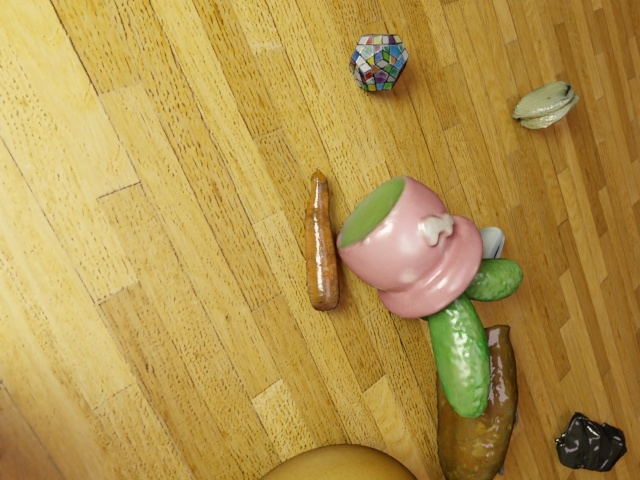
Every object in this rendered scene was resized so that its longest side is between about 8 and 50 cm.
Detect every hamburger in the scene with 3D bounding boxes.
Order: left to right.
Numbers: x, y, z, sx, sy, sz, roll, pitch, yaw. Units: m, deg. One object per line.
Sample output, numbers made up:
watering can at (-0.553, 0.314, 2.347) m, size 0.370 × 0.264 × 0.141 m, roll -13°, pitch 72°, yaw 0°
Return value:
hamburger at (0.545, -0.331, 1.010) m, size 0.140 × 0.133 × 0.062 m, roll -48°, pitch 120°, yaw -14°

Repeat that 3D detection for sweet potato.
sweet potato at (0.311, 0.350, 0.834) m, size 0.157 × 0.157 × 0.371 m, roll 7°, pitch 84°, yaw -31°

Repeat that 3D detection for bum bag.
bum bag at (0.758, 0.559, 1.142) m, size 0.326 × 0.079 × 0.142 m, roll 21°, pitch 81°, yaw -30°

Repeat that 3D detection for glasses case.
glasses case at (0.349, 0.047, 0.912) m, size 0.045 × 0.067 × 0.179 m, roll 39°, pitch 70°, yaw -25°

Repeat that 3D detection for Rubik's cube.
Rubik's cube at (0.106, -0.325, 0.761) m, size 0.093 × 0.111 × 0.111 m, roll -31°, pitch 106°, yaw -3°

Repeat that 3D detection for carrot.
carrot at (0.000, 0.000, 0.709) m, size 0.059 × 0.059 × 0.248 m, roll -1°, pitch 86°, yaw -32°

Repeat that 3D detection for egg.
egg at (0.019, 0.431, 0.593) m, size 0.322 × 0.250 × 0.251 m, roll 4°, pitch 86°, yaw -20°

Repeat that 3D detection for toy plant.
toy plant at (0.190, 0.077, 0.727) m, size 0.356 × 0.210 × 0.317 m, roll 45°, pitch 58°, yaw -23°

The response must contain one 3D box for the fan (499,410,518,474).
fan at (0.430, 0.443, 0.985) m, size 0.131 × 0.009 × 0.220 m, roll 4°, pitch 86°, yaw -31°
